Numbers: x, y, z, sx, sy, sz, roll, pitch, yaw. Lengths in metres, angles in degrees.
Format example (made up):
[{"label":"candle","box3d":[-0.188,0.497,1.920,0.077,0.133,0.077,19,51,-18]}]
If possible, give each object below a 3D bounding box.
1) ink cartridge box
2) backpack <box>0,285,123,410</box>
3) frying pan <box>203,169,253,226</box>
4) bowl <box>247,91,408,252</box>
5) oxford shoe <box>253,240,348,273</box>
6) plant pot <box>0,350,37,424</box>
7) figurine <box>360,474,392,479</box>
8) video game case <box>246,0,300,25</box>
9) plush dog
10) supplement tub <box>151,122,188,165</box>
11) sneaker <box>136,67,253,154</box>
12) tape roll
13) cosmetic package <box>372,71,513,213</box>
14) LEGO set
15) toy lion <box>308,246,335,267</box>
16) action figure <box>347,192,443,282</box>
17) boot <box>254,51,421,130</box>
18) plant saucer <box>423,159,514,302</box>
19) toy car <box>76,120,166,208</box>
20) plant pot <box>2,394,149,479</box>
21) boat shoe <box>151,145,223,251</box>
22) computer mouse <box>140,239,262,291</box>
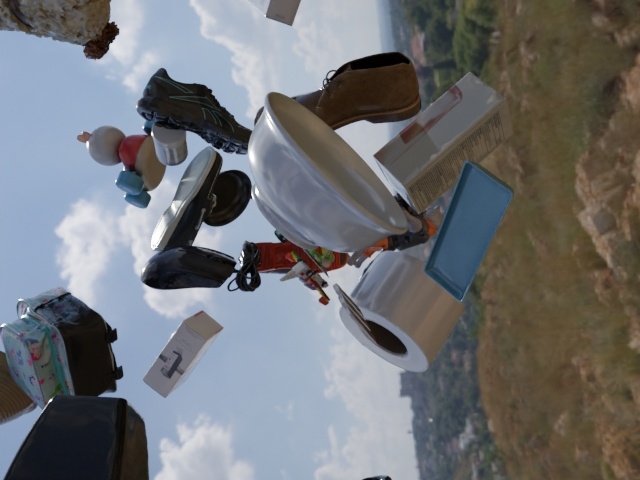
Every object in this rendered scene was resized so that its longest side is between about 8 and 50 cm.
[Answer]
[{"label":"ink cartridge box","box3d":[-0.390,0.322,1.827,0.218,0.092,0.158,-52,-5,10]},{"label":"backpack","box3d":[-0.556,0.222,1.348,0.253,0.191,0.225,26,127,46]},{"label":"frying pan","box3d":[-0.248,-0.162,1.994,0.053,0.326,0.197,37,144,35]},{"label":"bowl","box3d":[-0.012,-0.080,0.996,0.298,0.134,0.298,40,-162,-16]},{"label":"oxford shoe","box3d":[-0.064,0.043,1.645,0.098,0.271,0.097,84,-173,-78]},{"label":"plant pot","box3d":[-0.762,0.349,1.444,0.110,0.237,0.238,-77,-19,-46]},{"label":"figurine","box3d":[0.096,0.592,1.449,0.092,0.214,0.209,-88,-25,-43]},{"label":"video game case","box3d":[-0.063,-0.560,1.235,0.269,0.061,0.245,-119,46,-60]},{"label":"plush dog","box3d":[-0.388,-0.347,0.861,0.262,0.225,0.211,79,-148,-57]},{"label":"supplement tub","box3d":[-0.315,-0.208,1.346,0.107,0.070,0.071,118,149,-69]},{"label":"sneaker","box3d":[-0.227,-0.256,1.285,0.101,0.267,0.106,-19,53,66]},{"label":"tape roll","box3d":[0.188,0.166,1.493,0.169,0.246,0.246,-52,-28,-23]},{"label":"cosmetic package","box3d":[0.285,-0.223,1.479,0.129,0.296,0.153,51,-179,33]},{"label":"LEGO set","box3d":[-0.003,0.084,1.154,0.244,0.060,0.182,49,-176,-16]},{"label":"toy lion","box3d":[0.000,0.000,1.465,0.034,0.096,0.100,-49,-13,-52]},{"label":"action figure","box3d":[0.234,0.002,1.968,0.179,0.330,0.341,66,-171,22]},{"label":"boot","box3d":[0.021,-0.261,1.135,0.115,0.305,0.112,72,-171,-49]},{"label":"plant saucer","box3d":[0.173,-0.008,0.756,0.067,0.018,0.192,42,145,26]},{"label":"toy car","box3d":[-0.565,-0.246,1.803,0.210,0.237,0.219,104,-173,-72]},{"label":"plant pot","box3d":[-0.388,0.361,1.077,0.188,0.187,0.167,85,-172,-57]},{"label":"boat shoe","box3d":[-0.307,-0.089,1.555,0.303,0.091,0.114,-53,35,23]},{"label":"computer mouse","box3d":[-0.269,0.049,1.432,0.189,0.272,0.072,-98,5,-62]}]
